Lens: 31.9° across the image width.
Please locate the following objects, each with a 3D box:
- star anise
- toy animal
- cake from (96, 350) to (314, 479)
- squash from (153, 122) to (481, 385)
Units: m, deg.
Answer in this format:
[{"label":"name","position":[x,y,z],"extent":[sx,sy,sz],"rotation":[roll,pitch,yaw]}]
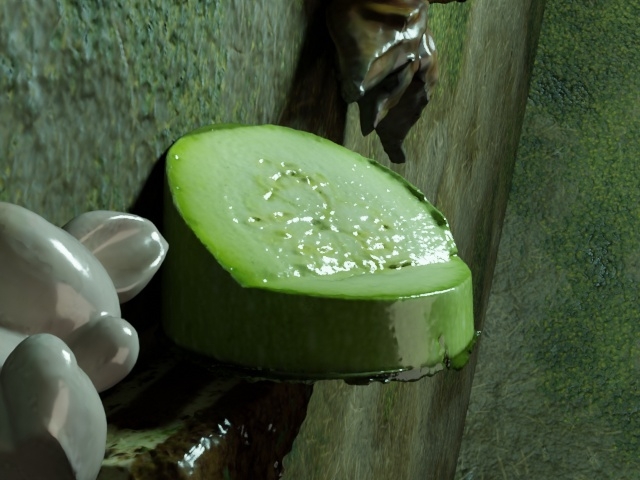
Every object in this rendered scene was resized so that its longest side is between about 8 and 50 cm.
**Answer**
[{"label":"star anise","position":[0.076,-0.229,1.049],"extent":[0.349,0.108,0.293],"rotation":[43,62,-72]},{"label":"toy animal","position":[-0.137,0.032,0.472],"extent":[0.212,0.124,0.124],"rotation":[-96,-176,-59]},{"label":"cake","position":[-0.082,0.106,0.670],"extent":[0.246,0.112,0.135],"rotation":[-66,156,-43]},{"label":"squash","position":[0.005,0.013,0.726],"extent":[0.220,0.220,0.133],"rotation":[-37,137,-68]}]
